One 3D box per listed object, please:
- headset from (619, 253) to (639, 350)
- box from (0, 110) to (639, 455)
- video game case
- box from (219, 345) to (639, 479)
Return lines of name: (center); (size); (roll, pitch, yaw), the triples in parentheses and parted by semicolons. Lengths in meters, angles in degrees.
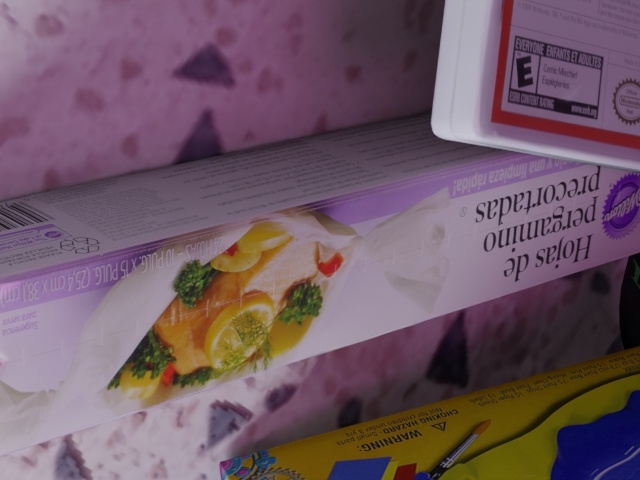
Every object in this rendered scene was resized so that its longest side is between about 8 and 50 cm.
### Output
headset: (0.310, 0.011, 0.856); (0.394, 0.185, 0.243); (19, 112, -36)
box: (0.000, 0.000, 0.600); (0.324, 0.067, 0.063); (-15, 118, -39)
video game case: (0.132, -0.169, 0.622); (0.204, 0.025, 0.285); (6, 92, -44)
box: (0.145, 0.190, 0.618); (0.289, 0.279, 0.177); (-14, 121, -17)
